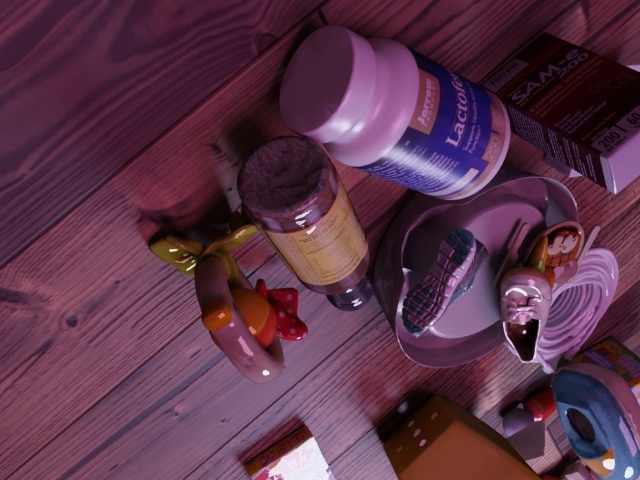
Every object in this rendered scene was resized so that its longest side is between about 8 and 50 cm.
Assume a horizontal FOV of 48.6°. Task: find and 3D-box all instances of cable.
[{"bbox_3d":[0.436,0.108,1.312,0.257,0.089,0.257,30,101,-43],"label":"cable"}]

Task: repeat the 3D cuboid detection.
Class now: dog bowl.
[{"bbox_3d":[0.237,0.033,1.112,0.349,0.102,0.348,-18,130,-23],"label":"dog bowl"}]

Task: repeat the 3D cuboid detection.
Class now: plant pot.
[{"bbox_3d":[0.238,0.414,1.303,0.212,0.212,0.187,-44,100,1],"label":"plant pot"}]

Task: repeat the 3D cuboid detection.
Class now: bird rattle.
[{"bbox_3d":[-0.102,0.090,0.867,0.143,0.206,0.253,-20,124,3],"label":"bird rattle"}]

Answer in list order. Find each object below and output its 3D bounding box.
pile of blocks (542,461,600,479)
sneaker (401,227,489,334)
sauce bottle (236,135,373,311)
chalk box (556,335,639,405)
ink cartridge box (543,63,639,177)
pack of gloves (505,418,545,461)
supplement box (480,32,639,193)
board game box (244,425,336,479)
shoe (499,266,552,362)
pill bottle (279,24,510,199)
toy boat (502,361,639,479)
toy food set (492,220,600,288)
[{"bbox_3d":[0.559,0.682,1.821,0.362,0.149,0.112,-38,92,-18],"label":"pile of blocks"},{"bbox_3d":[0.178,0.065,0.983,0.076,0.065,0.166,17,112,-45],"label":"sneaker"},{"bbox_3d":[0.000,0.000,0.886,0.111,0.111,0.344,-38,153,-5],"label":"sauce bottle"},{"bbox_3d":[0.641,0.315,1.571,0.213,0.132,0.132,-23,131,-21],"label":"chalk box"},{"bbox_3d":[0.430,-0.196,1.103,0.105,0.061,0.181,-10,127,-29],"label":"ink cartridge box"},{"bbox_3d":[0.334,0.459,1.381,0.046,0.195,0.232,32,136,-16],"label":"pack of gloves"},{"bbox_3d":[0.339,-0.175,0.931,0.130,0.239,0.073,-40,133,-4],"label":"supplement box"},{"bbox_3d":[-0.037,0.439,1.272,0.124,0.039,0.259,-31,136,-11],"label":"board game box"},{"bbox_3d":[0.313,0.116,1.079,0.077,0.058,0.219,-3,144,14],"label":"shoe"},{"bbox_3d":[0.091,-0.148,0.844,0.265,0.153,0.153,14,113,-40],"label":"pill bottle"},{"bbox_3d":[0.507,0.370,1.424,0.148,0.318,0.267,-29,97,-21],"label":"toy boat"},{"bbox_3d":[0.365,0.031,1.098,0.192,0.038,0.132,-1,122,-33],"label":"toy food set"}]
